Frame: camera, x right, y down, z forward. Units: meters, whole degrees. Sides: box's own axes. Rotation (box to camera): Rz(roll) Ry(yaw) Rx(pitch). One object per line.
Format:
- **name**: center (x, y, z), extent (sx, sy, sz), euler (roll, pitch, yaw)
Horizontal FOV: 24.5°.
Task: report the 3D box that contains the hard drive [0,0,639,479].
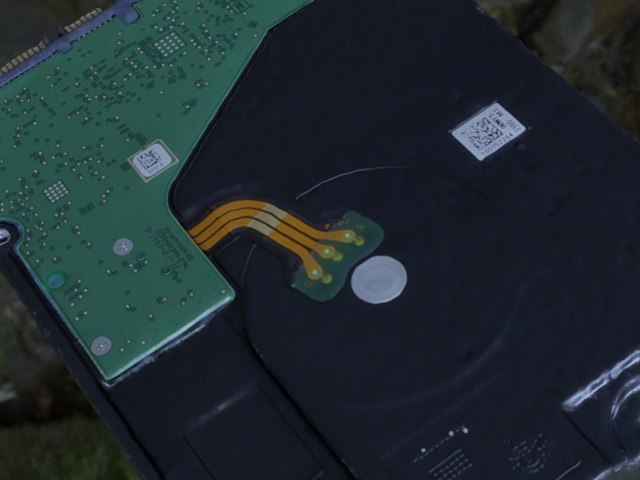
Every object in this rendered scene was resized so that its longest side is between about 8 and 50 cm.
- **hard drive**: center (0.000, 0.000, 0.613), extent (0.237, 0.339, 0.064), euler (-34, 145, -12)
